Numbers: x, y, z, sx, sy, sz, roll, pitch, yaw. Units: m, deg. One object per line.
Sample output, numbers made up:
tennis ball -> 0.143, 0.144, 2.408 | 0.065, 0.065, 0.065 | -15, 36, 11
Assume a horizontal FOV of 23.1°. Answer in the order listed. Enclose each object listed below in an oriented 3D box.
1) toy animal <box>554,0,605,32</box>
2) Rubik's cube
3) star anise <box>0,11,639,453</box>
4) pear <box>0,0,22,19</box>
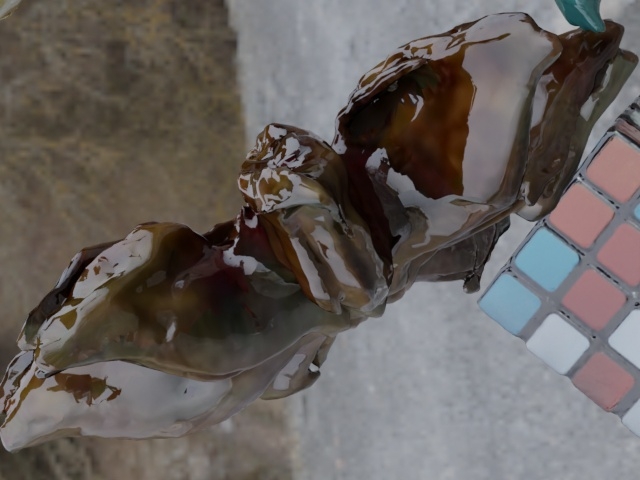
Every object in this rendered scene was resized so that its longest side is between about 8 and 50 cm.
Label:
toy animal -> 0.183, -0.107, 0.529 | 0.100, 0.208, 0.103 | -88, -11, -74
Rubik's cube -> 0.216, 0.014, 1.007 | 0.155, 0.154, 0.151 | 38, 115, 7
star anise -> 0.000, 0.000, 0.594 | 0.088, 0.288, 0.288 | 60, 147, 13
pear -> -0.221, -0.160, 0.808 | 0.178, 0.178, 0.178 | 179, 90, -65
